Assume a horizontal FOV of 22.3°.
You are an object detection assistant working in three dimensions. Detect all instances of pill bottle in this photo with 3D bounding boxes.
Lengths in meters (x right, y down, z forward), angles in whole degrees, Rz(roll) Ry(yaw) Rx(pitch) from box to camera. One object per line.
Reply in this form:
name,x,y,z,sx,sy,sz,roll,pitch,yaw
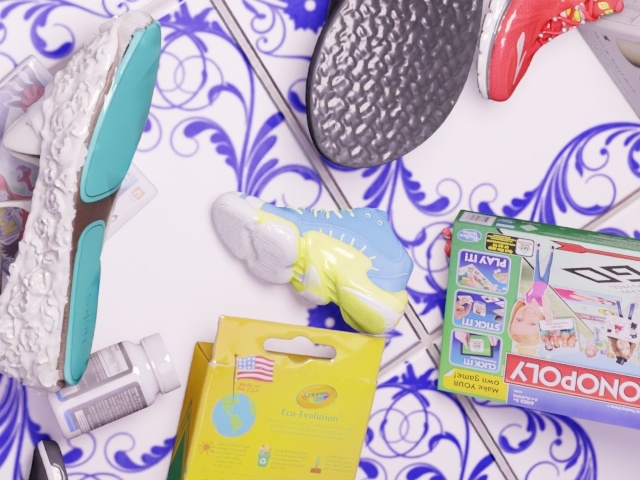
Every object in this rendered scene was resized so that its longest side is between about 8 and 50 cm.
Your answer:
pill bottle,-0.225,0.155,1.754,0.137,0.078,0.078,-22,109,-10

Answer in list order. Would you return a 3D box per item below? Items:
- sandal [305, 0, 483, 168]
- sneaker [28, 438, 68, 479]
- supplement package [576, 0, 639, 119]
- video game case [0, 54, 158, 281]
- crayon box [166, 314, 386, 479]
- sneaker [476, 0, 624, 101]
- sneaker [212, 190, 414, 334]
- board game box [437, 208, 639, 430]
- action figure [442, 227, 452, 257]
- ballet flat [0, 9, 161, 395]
sandal,0.095,-0.284,1.737,0.168,0.107,0.445,19,85,-19
sneaker,-0.323,0.332,1.767,0.097,0.084,0.234,1,103,-16
supplement package,0.445,-0.215,1.759,0.198,0.263,0.199,-41,111,-3
video game case,-0.302,-0.061,1.706,0.183,0.023,0.201,-43,111,-3
crayon box,-0.059,0.236,1.823,0.202,0.081,0.318,10,101,-19
sneaker,0.265,-0.264,1.749,0.118,0.107,0.279,32,91,18
sneaker,0.000,0.000,1.791,0.240,0.091,0.126,36,54,-6
board game box,0.296,0.095,1.808,0.317,0.046,0.213,10,112,15
action figure,0.178,0.026,1.869,0.038,0.030,0.115,-44,109,3
ballet flat,-0.272,-0.043,1.644,0.147,0.147,0.409,11,100,-19
